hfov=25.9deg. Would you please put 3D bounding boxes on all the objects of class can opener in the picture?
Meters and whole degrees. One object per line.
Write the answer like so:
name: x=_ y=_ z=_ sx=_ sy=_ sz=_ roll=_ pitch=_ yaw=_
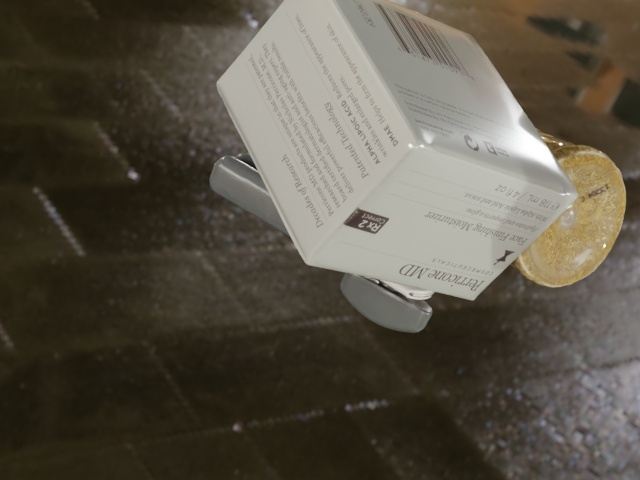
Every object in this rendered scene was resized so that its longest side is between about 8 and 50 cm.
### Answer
can opener: x=0.000 y=0.000 z=1.484 sx=0.280 sy=0.093 sz=0.074 roll=34 pitch=20 yaw=17

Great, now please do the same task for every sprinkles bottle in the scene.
sprinkles bottle: x=0.110 y=-0.071 z=1.245 sx=0.121 sy=0.121 sz=0.355 roll=3 pitch=17 yaw=-35

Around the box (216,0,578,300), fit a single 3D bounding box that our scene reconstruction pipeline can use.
box: x=0.052 y=-0.071 z=0.983 sx=0.181 sy=0.119 sz=0.182 roll=13 pitch=40 yaw=-44
